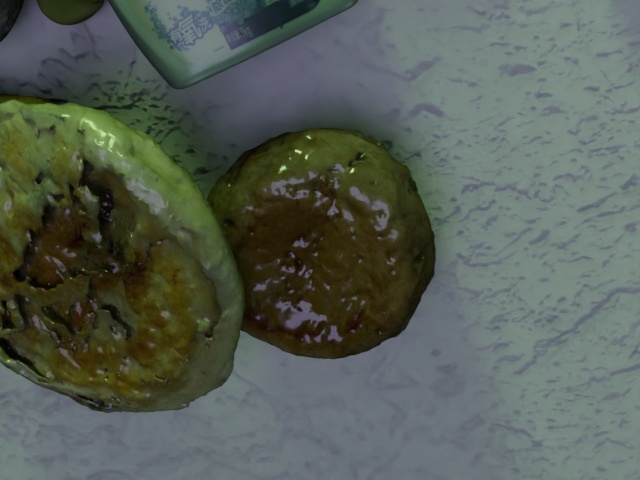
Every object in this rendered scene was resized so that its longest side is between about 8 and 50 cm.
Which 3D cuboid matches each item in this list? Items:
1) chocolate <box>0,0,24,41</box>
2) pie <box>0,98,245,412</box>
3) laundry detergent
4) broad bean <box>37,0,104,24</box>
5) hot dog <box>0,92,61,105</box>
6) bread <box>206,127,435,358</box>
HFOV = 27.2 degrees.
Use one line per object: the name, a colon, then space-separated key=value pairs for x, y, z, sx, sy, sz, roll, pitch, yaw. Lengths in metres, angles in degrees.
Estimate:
chocolate: x=-0.298 y=-0.274 z=1.191 sx=0.110 sy=0.110 sz=0.248 roll=34 pitch=117 yaw=-4
pie: x=-0.218 y=0.024 z=1.220 sx=0.339 sy=0.077 sz=0.339 roll=13 pitch=122 yaw=21
laundry detergent: x=-0.106 y=-0.292 z=1.134 sx=0.214 sy=0.105 sz=0.281 roll=-25 pitch=101 yaw=2
broad bean: x=-0.230 y=-0.235 z=1.229 sx=0.083 sy=0.045 sz=0.063 roll=-24 pitch=119 yaw=30
hot dog: x=-0.326 y=-0.080 z=1.302 sx=0.270 sy=0.082 sz=0.163 roll=18 pitch=120 yaw=5
bread: x=0.000 y=0.000 z=1.240 sx=0.230 sy=0.123 sz=0.230 roll=4 pitch=115 yaw=8
